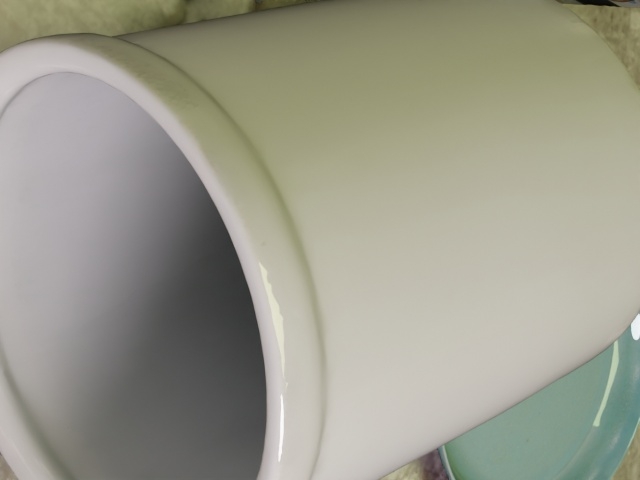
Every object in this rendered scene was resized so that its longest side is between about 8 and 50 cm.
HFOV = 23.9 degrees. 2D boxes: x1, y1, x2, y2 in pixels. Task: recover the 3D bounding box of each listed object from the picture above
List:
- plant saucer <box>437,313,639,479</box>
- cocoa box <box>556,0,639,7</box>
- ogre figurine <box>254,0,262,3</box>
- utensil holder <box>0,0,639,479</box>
[{"bbox_3d":[0.204,0.113,1.403,0.317,0.043,0.318,-10,105,-41],"label":"plant saucer"},{"bbox_3d":[0.175,-0.378,1.156,0.231,0.228,0.347,19,85,-43],"label":"cocoa box"},{"bbox_3d":[-0.079,-0.242,1.042,0.197,0.096,0.118,43,49,-55],"label":"ogre figurine"},{"bbox_3d":[0.000,0.000,0.998,0.385,0.327,0.328,-19,110,-41],"label":"utensil holder"}]
